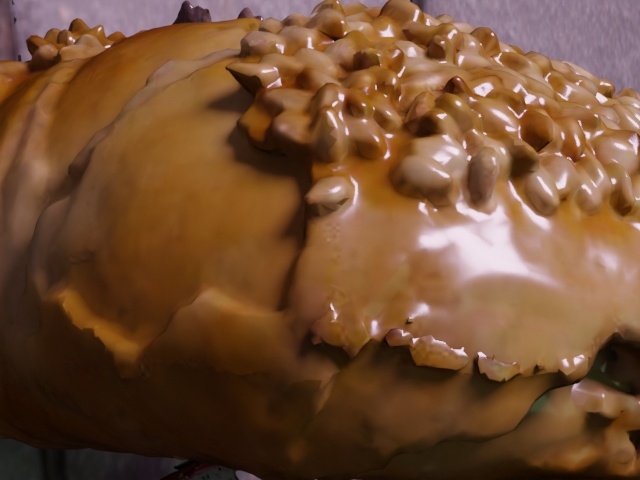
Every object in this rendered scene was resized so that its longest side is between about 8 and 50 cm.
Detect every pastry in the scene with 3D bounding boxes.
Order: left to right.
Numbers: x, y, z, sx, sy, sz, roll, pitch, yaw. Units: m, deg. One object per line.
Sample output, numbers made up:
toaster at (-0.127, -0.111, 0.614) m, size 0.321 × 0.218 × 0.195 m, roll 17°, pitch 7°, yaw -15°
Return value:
pastry at (0.000, 0.000, 0.537) m, size 0.255 × 0.311 × 0.162 m, roll 6°, pitch 84°, yaw -47°

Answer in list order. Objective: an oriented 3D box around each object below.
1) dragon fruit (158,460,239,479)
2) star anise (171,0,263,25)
dragon fruit at (-0.062, 0.139, 0.677) m, size 0.056 × 0.060 × 0.083 m, roll -2°, pitch 67°, yaw -50°
star anise at (-0.040, -0.054, 0.693) m, size 0.129 × 0.056 × 0.124 m, roll -38°, pitch 127°, yaw -31°
